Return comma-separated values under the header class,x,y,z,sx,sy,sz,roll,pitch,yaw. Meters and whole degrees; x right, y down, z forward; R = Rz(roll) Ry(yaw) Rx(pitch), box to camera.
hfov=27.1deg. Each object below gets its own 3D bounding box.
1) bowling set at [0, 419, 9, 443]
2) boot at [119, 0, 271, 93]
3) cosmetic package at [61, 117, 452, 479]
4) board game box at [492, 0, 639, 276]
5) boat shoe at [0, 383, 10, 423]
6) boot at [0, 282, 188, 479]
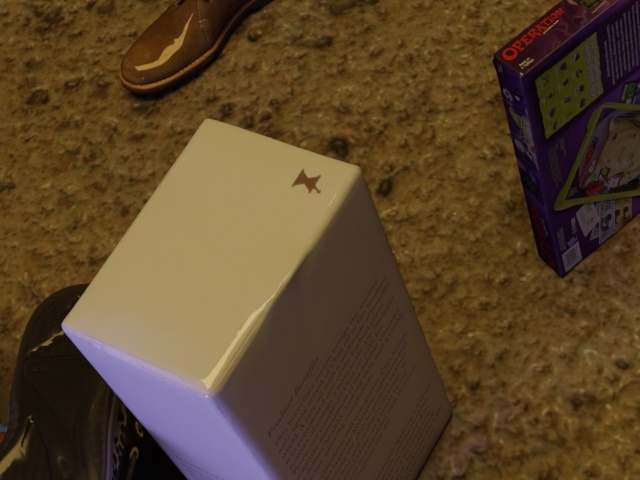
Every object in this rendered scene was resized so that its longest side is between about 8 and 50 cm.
class,x,y,z,sx,sy,sz,roll,pitch,yaw
bowling set,-0.336,0.242,1.394,0.154,0.200,0.287,2,50,18
boot,-0.162,-0.323,1.771,0.305,0.115,0.112,-45,58,-13
cosmetic package,-0.032,0.124,1.224,0.161,0.453,0.230,21,65,27
board game box,0.290,-0.127,1.360,0.208,0.347,0.056,-35,53,-8
boat shoe,-0.398,0.180,1.554,0.133,0.049,0.042,49,113,26
boot,-0.220,0.267,1.290,0.138,0.284,0.377,-4,55,13
